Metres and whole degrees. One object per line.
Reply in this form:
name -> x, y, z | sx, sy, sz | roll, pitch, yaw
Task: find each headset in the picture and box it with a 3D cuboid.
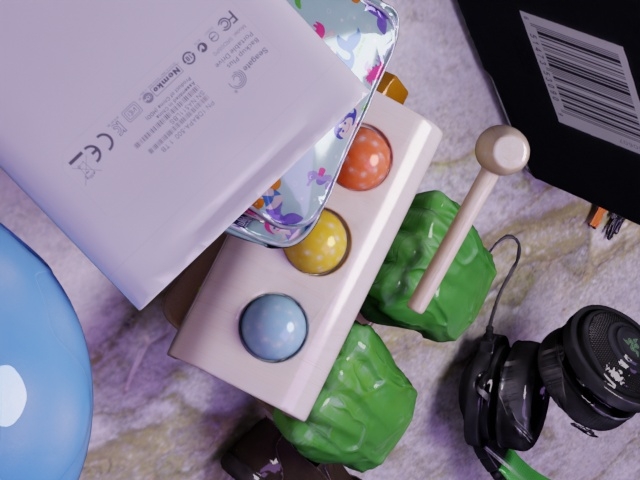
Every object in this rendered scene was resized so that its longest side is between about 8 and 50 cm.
headset -> 0.242, 0.165, 1.681 | 0.394, 0.243, 0.185 | 59, 35, -17

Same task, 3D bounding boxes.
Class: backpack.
backpack -> -0.085, -0.128, 1.146 | 0.253, 0.191, 0.225 | 26, 86, -21

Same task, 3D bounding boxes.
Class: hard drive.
hard drive -> -0.152, -0.142, 1.013 | 0.210, 0.319, 0.040 | -44, -176, -7

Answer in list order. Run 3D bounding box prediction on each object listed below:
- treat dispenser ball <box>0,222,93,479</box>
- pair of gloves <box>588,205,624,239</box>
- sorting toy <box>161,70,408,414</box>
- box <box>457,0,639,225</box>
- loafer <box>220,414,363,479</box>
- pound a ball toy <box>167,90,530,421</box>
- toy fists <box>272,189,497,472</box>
treat dispenser ball -> -0.291, 0.105, 1.007 | 0.288, 0.288, 0.288 | -26, 131, -35
pair of gloves -> 0.345, -0.041, 1.833 | 0.083, 0.010, 0.074 | 28, 90, -54
sorting toy -> 0.000, 0.000, 1.465 | 0.307, 0.041, 0.229 | -53, 137, -10
box -> 0.388, -0.318, 1.487 | 0.472, 0.297, 0.480 | -50, 140, -16
loafer -> -0.005, 0.233, 1.563 | 0.220, 0.080, 0.078 | 30, 94, -51
pound a ball toy -> 0.034, 0.000, 1.320 | 0.208, 0.136, 0.319 | 28, 82, -7
toy fists -> 0.054, 0.080, 1.460 | 0.279, 0.096, 0.142 | -56, 144, -8
